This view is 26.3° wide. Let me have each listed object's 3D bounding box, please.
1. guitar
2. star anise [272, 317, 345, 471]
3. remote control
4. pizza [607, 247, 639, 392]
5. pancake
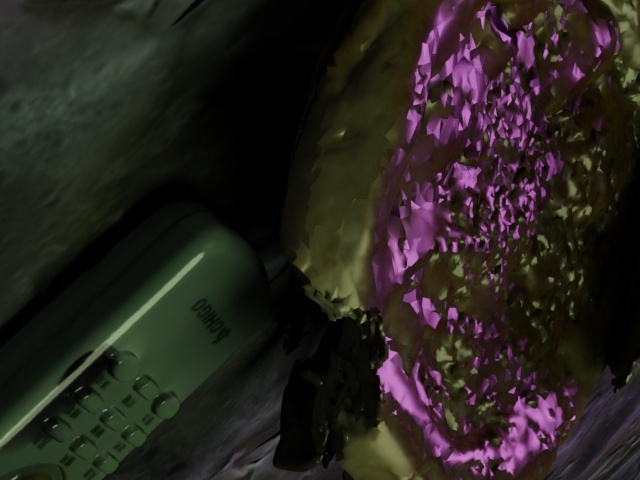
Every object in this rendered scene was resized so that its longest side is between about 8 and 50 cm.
[{"bbox_3d":[0.000,0.000,0.856,0.088,0.025,0.233,-35,154,-35],"label":"guitar"},{"bbox_3d":[0.068,0.043,0.921,0.283,0.129,0.212,-61,155,-9],"label":"star anise"},{"bbox_3d":[-0.147,0.102,0.734,0.296,0.056,0.140,-43,158,-8],"label":"remote control"},{"bbox_3d":[0.312,-0.084,1.016,0.392,0.080,0.435,-64,177,8],"label":"pizza"},{"bbox_3d":[0.101,-0.013,0.777,0.382,0.071,0.382,-20,115,-51],"label":"pancake"}]
